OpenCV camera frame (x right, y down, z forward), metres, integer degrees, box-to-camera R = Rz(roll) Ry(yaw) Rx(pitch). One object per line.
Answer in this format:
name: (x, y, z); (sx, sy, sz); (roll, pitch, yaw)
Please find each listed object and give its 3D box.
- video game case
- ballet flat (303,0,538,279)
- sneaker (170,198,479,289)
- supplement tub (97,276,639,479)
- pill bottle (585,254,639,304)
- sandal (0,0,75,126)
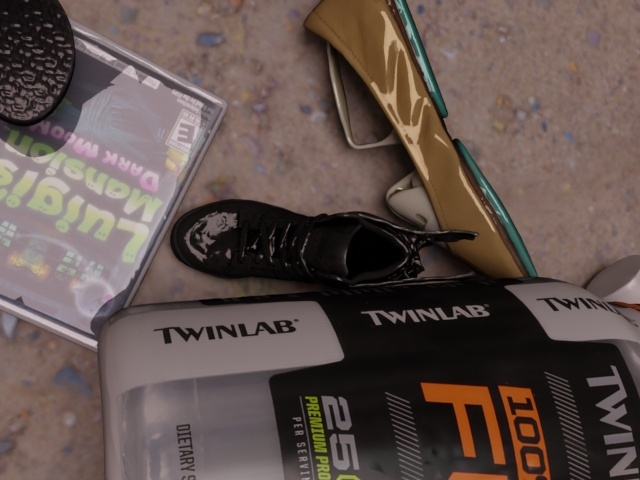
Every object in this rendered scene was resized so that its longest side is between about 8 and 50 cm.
video game case: (-0.175, -0.050, 0.473); (0.190, 0.022, 0.173); (27, 79, -12)
ballet flat: (0.062, -0.060, 0.524); (0.073, 0.080, 0.232); (-26, 90, 12)
sneaker: (0.000, 0.003, 0.481); (0.170, 0.089, 0.051); (8, 83, -15)
supplement tub: (0.047, 0.119, 0.432); (0.316, 0.193, 0.193); (-4, 87, -16)
pill bottle: (0.237, 0.068, 0.554); (0.065, 0.065, 0.116); (-43, 98, -14)
sandal: (-0.194, -0.138, 0.449); (0.067, 0.040, 0.179); (-32, 79, -21)
